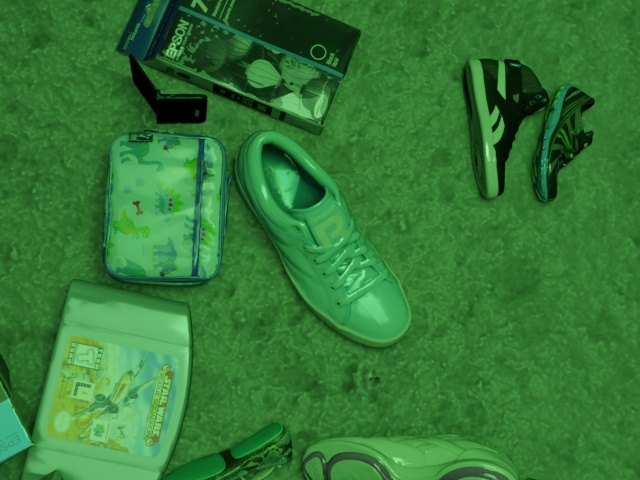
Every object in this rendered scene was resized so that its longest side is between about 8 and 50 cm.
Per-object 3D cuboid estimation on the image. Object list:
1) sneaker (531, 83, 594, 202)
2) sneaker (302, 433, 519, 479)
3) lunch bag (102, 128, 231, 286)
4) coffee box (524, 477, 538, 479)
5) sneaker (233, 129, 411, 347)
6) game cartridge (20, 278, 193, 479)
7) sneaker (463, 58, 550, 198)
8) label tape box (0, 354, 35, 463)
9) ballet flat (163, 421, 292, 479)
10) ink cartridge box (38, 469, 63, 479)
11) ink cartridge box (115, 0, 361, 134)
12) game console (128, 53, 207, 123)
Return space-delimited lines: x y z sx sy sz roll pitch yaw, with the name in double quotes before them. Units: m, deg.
"sneaker" 0.369 -0.146 1.553 0.078 0.067 0.188 19 77 2
"sneaker" 0.128 0.329 1.440 0.305 0.152 0.114 5 100 15
"lunch bag" -0.216 -0.045 1.459 0.176 0.090 0.219 5 82 -9
"coffee box" 0.228 0.432 1.412 0.246 0.141 0.098 -26 87 -10
"sneaker" 0.000 0.000 1.445 0.135 0.150 0.366 -40 88 -10
"game cartridge" -0.284 0.216 1.429 0.198 0.062 0.297 11 80 -1
"sneaker" 0.288 -0.173 1.540 0.121 0.079 0.217 -5 81 -6
"label tape box" -0.558 0.184 1.372 0.241 0.106 0.333 -29 86 -10
"ballet flat" -0.123 0.321 1.430 0.188 0.070 0.070 -23 85 -6
"ink cartridge box" -0.397 0.380 1.306 0.175 0.127 0.072 -32 95 -7
"ink cartridge box" -0.122 -0.294 1.520 0.333 0.065 0.165 21 80 -2
"game console" -0.216 -0.215 1.465 0.107 0.122 0.071 -1 82 -7
